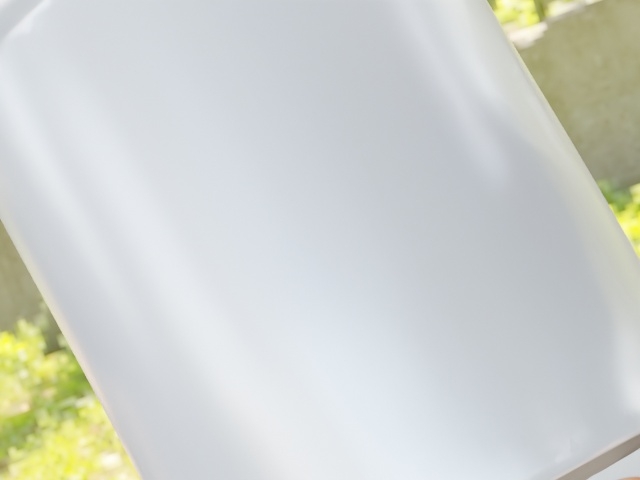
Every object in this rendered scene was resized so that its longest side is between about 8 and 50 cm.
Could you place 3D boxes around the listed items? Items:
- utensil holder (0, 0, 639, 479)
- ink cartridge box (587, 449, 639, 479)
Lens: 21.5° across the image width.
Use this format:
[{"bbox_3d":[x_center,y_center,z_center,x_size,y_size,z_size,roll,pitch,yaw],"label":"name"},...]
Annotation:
[{"bbox_3d":[0.000,0.000,0.980,0.327,0.385,0.327,-28,-14,-8],"label":"utensil holder"},{"bbox_3d":[0.248,0.169,1.376,0.145,0.179,0.045,-50,21,43],"label":"ink cartridge box"}]
